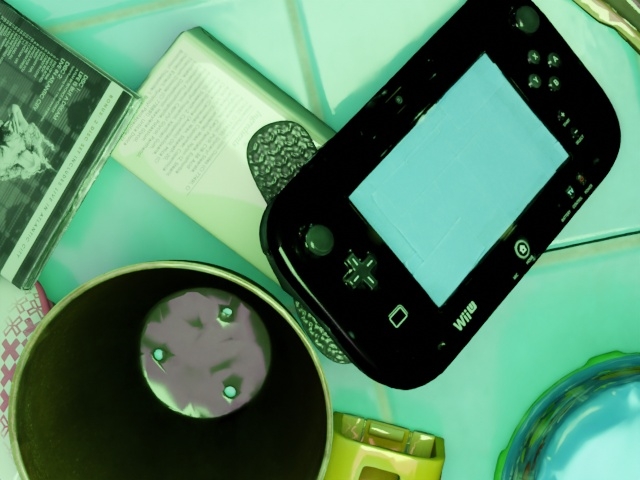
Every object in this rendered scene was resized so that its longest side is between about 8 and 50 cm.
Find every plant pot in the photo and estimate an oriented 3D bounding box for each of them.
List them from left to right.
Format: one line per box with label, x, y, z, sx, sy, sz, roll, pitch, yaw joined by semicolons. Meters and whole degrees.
plant pot;-0.095;0.103;1.353;0.215;0.230;0.215;0;99;2

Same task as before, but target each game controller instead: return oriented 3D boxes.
game controller;0.093;-0.041;1.326;0.166;0.067;0.319;45;58;-3

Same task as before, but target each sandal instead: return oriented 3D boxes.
sandal;0.000;0.000;1.340;0.067;0.040;0.179;-21;83;1

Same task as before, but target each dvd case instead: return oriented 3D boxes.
dvd case;-0.251;-0.090;1.392;0.221;0.018;0.164;35;99;25

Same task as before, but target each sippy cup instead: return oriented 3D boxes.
sippy cup;0.235;0.185;1.327;0.240;0.224;0.305;8;83;8

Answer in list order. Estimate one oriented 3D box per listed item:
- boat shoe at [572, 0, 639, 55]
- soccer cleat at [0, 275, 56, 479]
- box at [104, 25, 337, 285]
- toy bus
boat shoe;0.256;-0.159;1.378;0.207;0.073;0.073;41;100;-4
soccer cleat;-0.266;0.177;1.375;0.143;0.116;0.331;9;75;-29
box;-0.020;-0.034;1.399;0.275;0.094;0.113;39;99;-4
toy bus;0.029;0.233;1.431;0.191;0.104;0.202;-32;95;7
